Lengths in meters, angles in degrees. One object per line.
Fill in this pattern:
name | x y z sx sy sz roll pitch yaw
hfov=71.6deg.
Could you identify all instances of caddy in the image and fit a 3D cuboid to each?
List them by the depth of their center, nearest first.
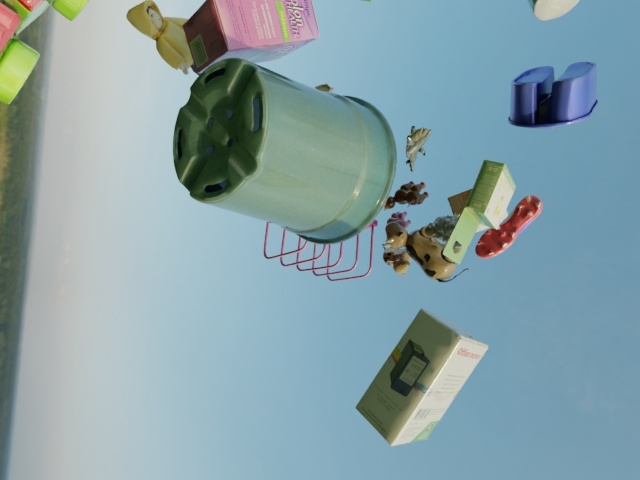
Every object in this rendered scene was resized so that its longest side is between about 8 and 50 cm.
caddy | 0.752 -0.454 1.438 0.241 0.341 0.179 8 -57 38

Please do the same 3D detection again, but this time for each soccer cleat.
soccer cleat | 0.579 -0.033 1.357 0.248 0.095 0.083 -48 -122 9

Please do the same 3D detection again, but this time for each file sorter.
file sorter | 0.000 0.000 1.321 0.202 0.291 0.182 -15 -117 43

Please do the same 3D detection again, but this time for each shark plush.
shark plush | 0.302 -0.283 1.403 0.073 0.067 0.161 -55 157 -53

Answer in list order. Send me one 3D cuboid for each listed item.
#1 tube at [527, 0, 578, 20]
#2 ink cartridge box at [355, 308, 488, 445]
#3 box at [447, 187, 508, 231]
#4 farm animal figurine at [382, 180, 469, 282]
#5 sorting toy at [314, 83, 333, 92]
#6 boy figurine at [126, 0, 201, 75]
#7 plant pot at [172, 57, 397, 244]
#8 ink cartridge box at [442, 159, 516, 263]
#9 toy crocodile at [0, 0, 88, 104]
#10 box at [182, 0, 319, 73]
tube | 0.245 -0.354 0.526 0.052 0.080 0.207 133 -45 -53
ink cartridge box | 0.183 0.240 0.780 0.093 0.154 0.212 38 -82 39
box | 0.559 -0.112 1.579 0.170 0.091 0.130 -22 -130 19
farm animal figurine | 0.275 0.012 1.314 0.327 0.172 0.330 40 -26 36
sorting toy | 0.026 -0.470 1.464 0.045 0.075 0.083 -31 -135 -2
boy figurine | -0.377 -0.544 1.208 0.092 0.285 0.177 -16 -124 40
plant pot | -0.080 -0.172 0.880 0.341 0.334 0.341 -4 -97 38
ink cartridge box | 0.382 -0.053 1.054 0.056 0.171 0.235 23 -89 33
toy crocodile | -0.309 -0.243 0.433 0.105 0.115 0.340 -4 -123 45
box | -0.167 -0.497 1.054 0.213 0.243 0.117 9 -61 56
